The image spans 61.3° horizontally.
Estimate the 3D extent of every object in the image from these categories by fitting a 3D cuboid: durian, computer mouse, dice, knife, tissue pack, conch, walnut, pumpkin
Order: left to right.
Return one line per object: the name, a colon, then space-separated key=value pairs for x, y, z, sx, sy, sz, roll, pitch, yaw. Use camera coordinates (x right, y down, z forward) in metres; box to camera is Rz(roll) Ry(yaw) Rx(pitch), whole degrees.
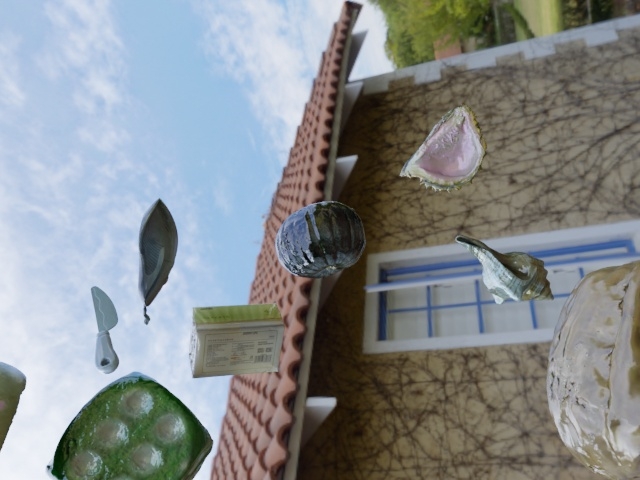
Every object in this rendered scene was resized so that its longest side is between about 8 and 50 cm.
knife: x=-0.689 y=0.272 z=1.732 sx=0.044 sy=0.080 sz=0.331 roll=87 pitch=165 yaw=-53
dice: x=-0.454 y=0.525 z=1.319 sx=0.297 sy=0.287 sz=0.300 roll=-49 pitch=-12 yaw=-34
computer mouse: x=-0.442 y=0.069 z=1.474 sx=0.167 sy=0.090 sz=0.379 roll=-97 pitch=17 yaw=-68
tissue pack: x=-0.222 y=0.262 z=1.421 sx=0.125 sy=0.234 sz=0.159 roll=-125 pitch=40 yaw=-57
pumpkin: x=0.000 y=0.000 z=1.279 sx=0.220 sy=0.220 sz=0.162 roll=38 pitch=-149 yaw=-66
durian: x=0.434 y=-0.260 z=1.752 sx=0.195 sy=0.305 sz=0.185 roll=47 pitch=180 yaw=37
conch: x=0.570 y=0.113 z=1.663 sx=0.203 sy=0.386 sz=0.170 roll=-111 pitch=37 yaw=-66
walnut: x=0.347 y=0.132 z=0.571 sx=0.198 sy=0.198 sz=0.245 roll=47 pitch=-124 yaw=-61

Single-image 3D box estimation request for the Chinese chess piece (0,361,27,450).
Chinese chess piece: x=-0.752 y=0.422 z=1.126 sx=0.146 sy=0.349 sz=0.349 roll=25 pitch=-131 yaw=-26
